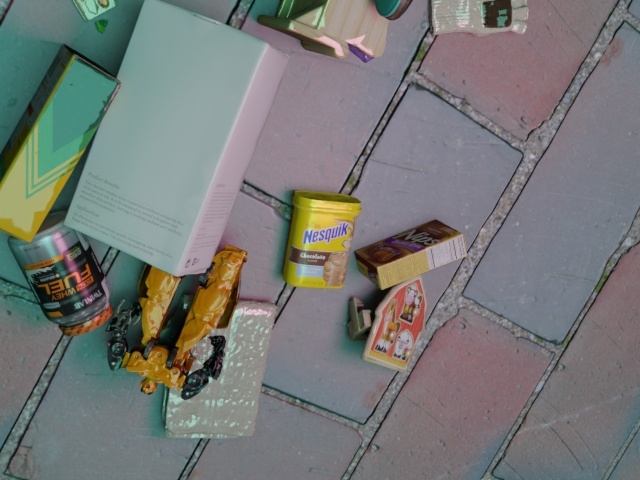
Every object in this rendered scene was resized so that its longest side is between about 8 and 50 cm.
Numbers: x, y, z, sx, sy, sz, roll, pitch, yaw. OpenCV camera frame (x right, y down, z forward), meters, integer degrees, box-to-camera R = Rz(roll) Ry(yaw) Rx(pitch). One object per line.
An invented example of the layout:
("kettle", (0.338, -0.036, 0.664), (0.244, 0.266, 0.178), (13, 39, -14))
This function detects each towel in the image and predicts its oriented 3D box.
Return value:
("towel", (-0.192, 0.240, 1.574), (0.187, 0.049, 0.282), (7, 102, -24))

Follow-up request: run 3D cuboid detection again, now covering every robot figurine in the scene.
("robot figurine", (-0.243, 0.129, 1.456), (0.211, 0.085, 0.291), (23, 89, 1))

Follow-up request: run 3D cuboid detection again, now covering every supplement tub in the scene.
("supplement tub", (-0.423, 0.055, 1.387), (0.117, 0.117, 0.190), (-26, 114, -12))

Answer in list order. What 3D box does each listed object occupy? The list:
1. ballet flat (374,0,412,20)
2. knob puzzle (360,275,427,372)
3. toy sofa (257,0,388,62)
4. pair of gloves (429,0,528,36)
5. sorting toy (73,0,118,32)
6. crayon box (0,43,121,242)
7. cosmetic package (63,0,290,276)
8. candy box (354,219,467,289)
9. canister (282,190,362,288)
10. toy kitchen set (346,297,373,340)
("ballet flat", (0.144, -0.483, 1.294), (0.096, 0.095, 0.280), (-11, 112, -35))
("knob puzzle", (0.166, 0.160, 1.653), (0.213, 0.030, 0.213), (-23, 121, -45))
("toy sofa", (0.052, -0.486, 1.386), (0.177, 0.150, 0.362), (15, 100, -30))
("pair of gloves", (0.300, -0.496, 1.540), (0.204, 0.042, 0.240), (-4, 107, -20))
("sorting toy", (-0.355, -0.375, 1.337), (0.062, 0.012, 0.083), (-33, 115, -10))
("crayon box", (-0.428, -0.132, 1.279), (0.083, 0.203, 0.322), (30, 94, -27))
("cosmetic package", (-0.223, -0.160, 1.329), (0.217, 0.156, 0.384), (25, 96, 10))
("candy box", (0.173, 0.024, 1.615), (0.187, 0.109, 0.053), (-20, 113, -15))
("canister", (0.000, 0.000, 1.560), (0.126, 0.073, 0.169), (4, 106, -22))
("toy kitchen set", (0.097, 0.150, 1.650), (0.075, 0.083, 0.068), (1, 64, -22))
